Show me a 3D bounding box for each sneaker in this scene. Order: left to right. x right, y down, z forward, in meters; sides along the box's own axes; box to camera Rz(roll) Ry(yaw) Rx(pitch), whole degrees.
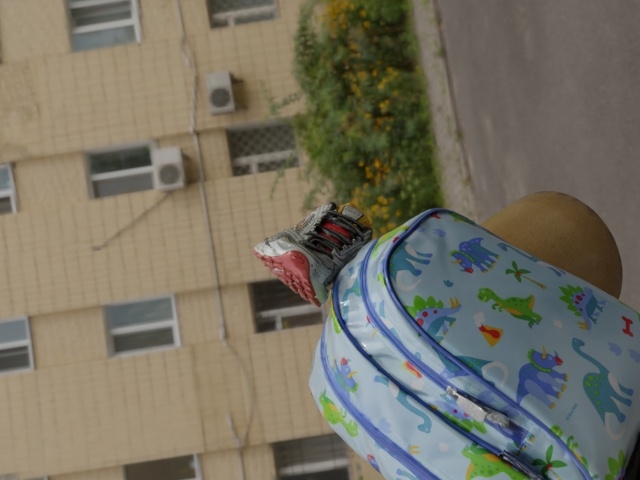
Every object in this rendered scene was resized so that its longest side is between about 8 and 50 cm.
[{"bbox_3d":[0.000,0.000,0.857,0.088,0.092,0.225,39,-167,3],"label":"sneaker"}]

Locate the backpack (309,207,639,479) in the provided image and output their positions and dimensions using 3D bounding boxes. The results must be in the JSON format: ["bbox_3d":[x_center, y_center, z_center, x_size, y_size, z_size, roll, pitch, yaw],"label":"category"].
[{"bbox_3d":[0.164,0.135,0.793,0.290,0.355,0.273,-39,-39,-42],"label":"backpack"}]

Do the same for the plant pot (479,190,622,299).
[{"bbox_3d":[0.282,0.068,1.278,0.237,0.254,0.237,24,122,44],"label":"plant pot"}]
